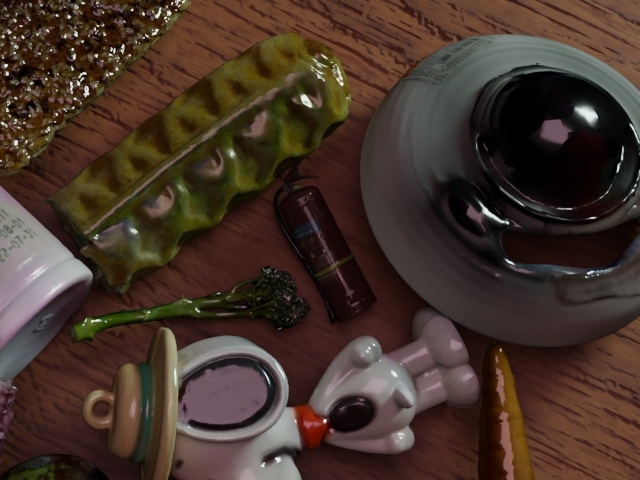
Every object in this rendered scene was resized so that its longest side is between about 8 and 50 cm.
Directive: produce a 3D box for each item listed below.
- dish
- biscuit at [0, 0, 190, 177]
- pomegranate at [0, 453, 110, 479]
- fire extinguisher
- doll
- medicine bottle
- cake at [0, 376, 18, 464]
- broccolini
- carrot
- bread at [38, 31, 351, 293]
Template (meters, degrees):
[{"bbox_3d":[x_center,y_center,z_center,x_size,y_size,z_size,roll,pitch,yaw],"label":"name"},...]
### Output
[{"bbox_3d":[0.177,-0.065,1.520,0.273,0.134,0.273,6,63,-12],"label":"dish"},{"bbox_3d":[-0.223,-0.165,1.577,0.131,0.026,0.237,40,63,4],"label":"biscuit"},{"bbox_3d":[-0.191,0.233,1.486,0.126,0.163,0.138,-9,79,35],"label":"pomegranate"},{"bbox_3d":[0.000,0.000,1.568,0.039,0.056,0.132,-32,95,-53],"label":"fire extinguisher"},{"bbox_3d":[-0.027,0.119,1.514,0.271,0.144,0.208,-40,104,-8],"label":"doll"},{"bbox_3d":[-0.317,-0.005,1.500,0.254,0.152,0.152,42,78,6],"label":"medicine bottle"},{"bbox_3d":[-0.314,0.214,1.439,0.116,0.113,0.295,19,99,-7],"label":"cake"},{"bbox_3d":[-0.105,0.060,1.549,0.194,0.052,0.054,-12,94,-13],"label":"broccolini"},{"bbox_3d":[0.151,0.245,1.496,0.069,0.069,0.336,-4,91,-5],"label":"carrot"},{"bbox_3d":[-0.091,-0.069,1.561,0.269,0.087,0.098,-37,54,-11],"label":"bread"}]
